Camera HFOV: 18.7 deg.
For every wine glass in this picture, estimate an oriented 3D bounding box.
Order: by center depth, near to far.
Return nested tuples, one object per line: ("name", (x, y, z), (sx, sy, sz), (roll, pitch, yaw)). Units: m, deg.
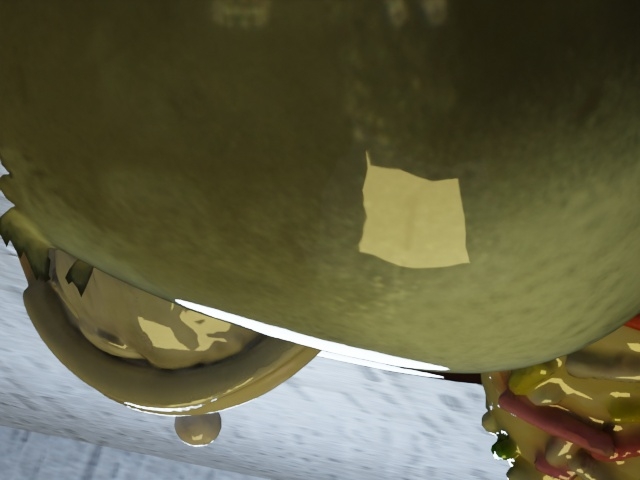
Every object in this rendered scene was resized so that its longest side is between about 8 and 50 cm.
("wine glass", (0.077, -0.070, 0.527), (0.323, 0.238, 0.238), (1, 163, 25))

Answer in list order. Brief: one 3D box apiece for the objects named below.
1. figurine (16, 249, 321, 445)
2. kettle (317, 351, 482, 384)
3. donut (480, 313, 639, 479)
("figurine", (-0.046, -0.038, 0.778), (0.162, 0.237, 0.141), (10, 174, 24))
("kettle", (0.078, 0.007, 1.062), (0.232, 0.144, 0.202), (16, -174, -27))
("donut", (0.209, 0.065, 0.845), (0.307, 0.150, 0.371), (15, 139, 27))
